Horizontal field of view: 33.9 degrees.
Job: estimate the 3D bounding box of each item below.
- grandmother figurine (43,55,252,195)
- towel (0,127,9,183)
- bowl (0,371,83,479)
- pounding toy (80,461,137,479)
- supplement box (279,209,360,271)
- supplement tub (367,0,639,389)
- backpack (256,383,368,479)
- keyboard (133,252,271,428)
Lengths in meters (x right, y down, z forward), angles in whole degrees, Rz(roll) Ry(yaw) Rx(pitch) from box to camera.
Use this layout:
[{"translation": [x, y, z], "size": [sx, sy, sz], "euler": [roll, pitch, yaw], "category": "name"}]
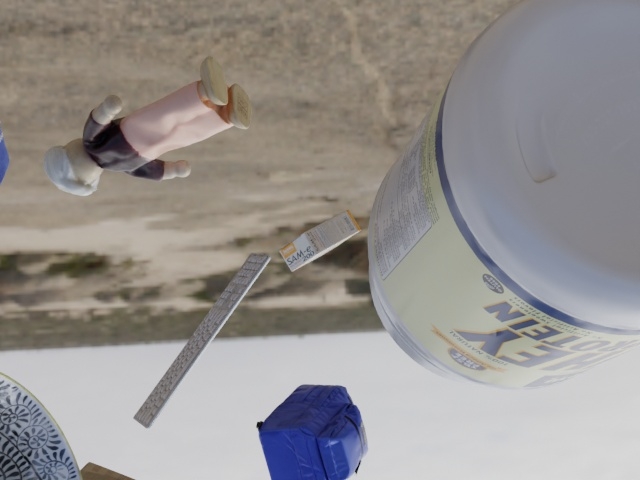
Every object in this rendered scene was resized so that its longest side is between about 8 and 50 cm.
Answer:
[{"translation": [-0.273, -0.156, 1.596], "size": [0.342, 0.104, 0.208], "euler": [-19, 134, 22], "category": "grandmother figurine"}, {"translation": [-0.406, -0.175, 1.209], "size": [0.040, 0.336, 0.243], "euler": [2, -146, -4], "category": "towel"}, {"translation": [-0.210, 0.157, 0.562], "size": [0.080, 0.170, 0.170], "euler": [-20, 169, 26], "category": "bowl"}, {"translation": [-0.223, 0.296, 0.936], "size": [0.094, 0.181, 0.206], "euler": [18, -153, 13], "category": "pounding toy"}, {"translation": [0.000, 0.000, 1.432], "size": [0.098, 0.036, 0.062], "euler": [-28, 175, -44], "category": "supplement box"}, {"translation": [0.168, -0.017, 0.796], "size": [0.235, 0.235, 0.325], "euler": [-2, 162, -11], "category": "supplement tub"}, {"translation": [0.001, 0.216, 1.145], "size": [0.101, 0.098, 0.120], "euler": [-1, -160, 22], "category": "backpack"}, {"translation": [-0.146, 0.120, 1.296], "size": [0.014, 0.256, 0.072], "euler": [38, 167, -13], "category": "keyboard"}]
